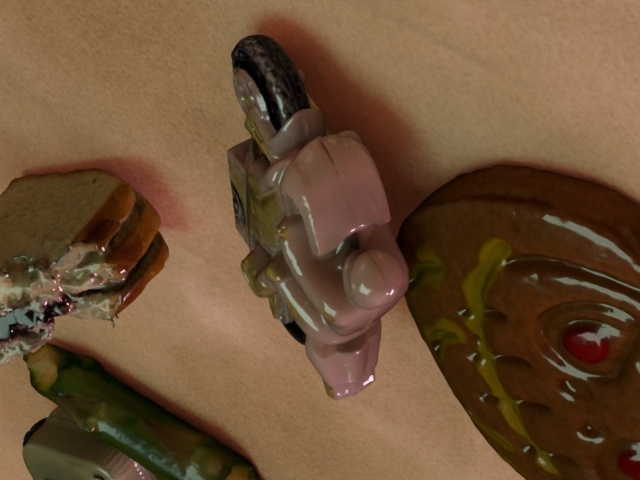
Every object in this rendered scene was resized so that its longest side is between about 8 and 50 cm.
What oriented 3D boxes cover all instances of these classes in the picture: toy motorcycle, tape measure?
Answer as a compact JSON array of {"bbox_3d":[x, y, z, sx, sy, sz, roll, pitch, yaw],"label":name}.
[{"bbox_3d":[0.000,0.000,1.546,0.223,0.107,0.341,49,157,36],"label":"toy motorcycle"},{"bbox_3d":[-0.259,0.310,2.256,0.207,0.115,0.235,9,138,37],"label":"tape measure"}]

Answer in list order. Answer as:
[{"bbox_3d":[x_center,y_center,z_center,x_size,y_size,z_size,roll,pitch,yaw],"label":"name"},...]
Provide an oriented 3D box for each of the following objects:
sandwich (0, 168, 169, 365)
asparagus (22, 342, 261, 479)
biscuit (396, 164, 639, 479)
[{"bbox_3d":[-0.299,0.052,1.796,0.254,0.288,0.100,8,140,50],"label":"sandwich"},{"bbox_3d":[-0.211,0.211,2.113,0.343,0.082,0.085,33,-176,13],"label":"asparagus"},{"bbox_3d":[0.225,0.108,1.505,0.350,0.070,0.394,-1,130,48],"label":"biscuit"}]
